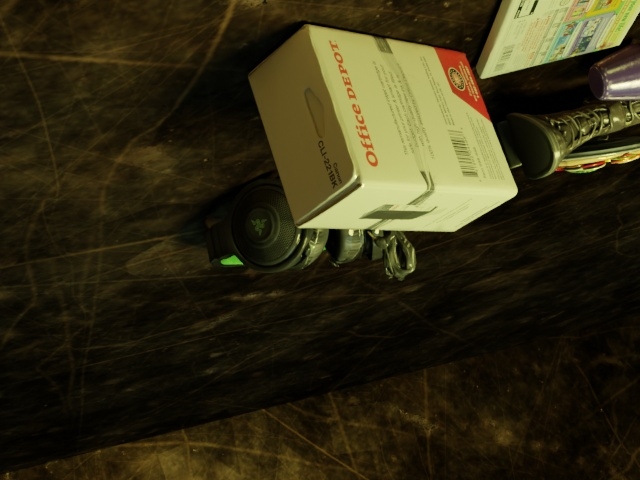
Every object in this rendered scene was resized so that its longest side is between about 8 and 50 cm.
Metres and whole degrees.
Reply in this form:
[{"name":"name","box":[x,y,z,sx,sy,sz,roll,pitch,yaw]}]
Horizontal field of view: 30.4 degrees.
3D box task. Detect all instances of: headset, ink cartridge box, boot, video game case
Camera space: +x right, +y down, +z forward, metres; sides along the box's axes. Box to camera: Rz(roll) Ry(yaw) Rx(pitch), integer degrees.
[{"name":"headset","box":[0.000,0.000,1.642,0.243,0.185,0.394,-7,170,-32]},{"name":"ink cartridge box","box":[0.073,-0.120,1.337,0.273,0.197,0.114,1,154,-45]},{"name":"boot","box":[0.369,-0.166,1.622,0.229,0.091,0.263,-18,-172,-2]},{"name":"video game case","box":[0.295,-0.270,1.392,0.193,0.023,0.212,-15,161,-10]}]

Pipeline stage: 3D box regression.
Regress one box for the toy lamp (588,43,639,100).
[{"name":"toy lamp","box":[0.491,-0.244,1.578,0.274,0.080,0.080,-17,162,-13]}]

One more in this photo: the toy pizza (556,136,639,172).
[{"name":"toy pizza","box":[0.405,-0.127,1.770,0.201,0.032,0.201,-8,-172,1]}]
